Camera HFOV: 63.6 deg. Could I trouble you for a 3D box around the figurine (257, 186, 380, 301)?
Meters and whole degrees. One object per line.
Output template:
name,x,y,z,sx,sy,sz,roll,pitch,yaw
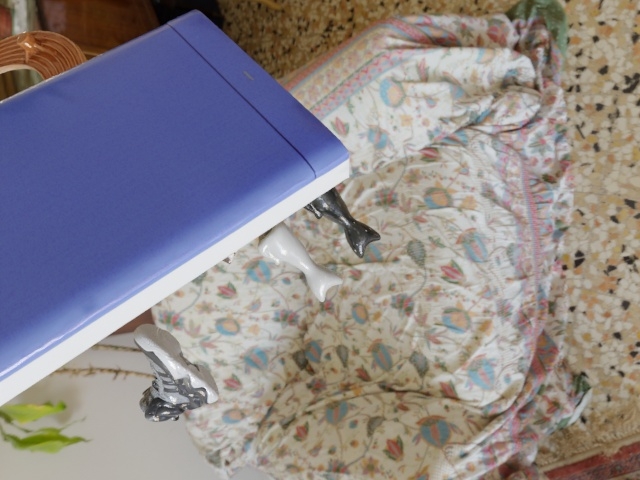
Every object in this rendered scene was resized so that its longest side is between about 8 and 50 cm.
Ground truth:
figurine,0.000,0.000,1.117,0.215,0.209,0.092,-49,18,-5

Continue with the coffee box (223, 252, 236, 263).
coffee box,-0.160,-0.086,0.815,0.098,0.141,0.247,-60,11,24

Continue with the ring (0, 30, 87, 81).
ring,-0.432,-0.134,0.638,0.336,0.032,0.337,-9,63,19

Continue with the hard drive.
hard drive,-0.168,-0.037,0.363,0.210,0.318,0.040,47,161,25

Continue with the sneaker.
sneaker,-0.353,0.307,1.137,0.153,0.269,0.101,-36,34,-2
